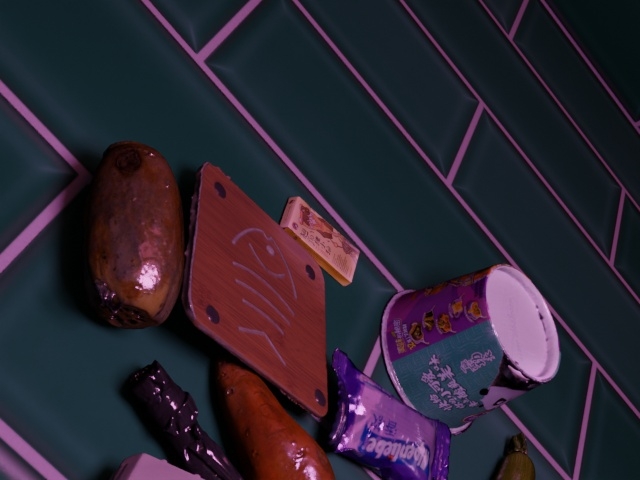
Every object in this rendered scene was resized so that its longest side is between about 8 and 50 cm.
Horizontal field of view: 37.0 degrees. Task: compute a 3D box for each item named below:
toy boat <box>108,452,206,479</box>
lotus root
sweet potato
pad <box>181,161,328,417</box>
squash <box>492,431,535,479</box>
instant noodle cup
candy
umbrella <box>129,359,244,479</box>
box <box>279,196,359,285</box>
[{"bbox_3d":[-0.189,0.334,0.939,0.141,0.140,0.269,47,33,-17],"label":"toy boat"},{"bbox_3d":[-0.221,-0.008,1.138,0.122,0.124,0.241,12,59,-26],"label":"lotus root"},{"bbox_3d":[-0.036,0.293,1.165,0.112,0.112,0.359,-9,74,-51],"label":"sweet potato"},{"bbox_3d":[-0.078,0.063,1.286,0.286,0.018,0.284,44,30,-36],"label":"pad"},{"bbox_3d":[0.281,0.410,1.484,0.080,0.071,0.318,57,37,-3],"label":"squash"},{"bbox_3d":[0.246,0.161,1.509,0.251,0.190,0.251,28,48,-36],"label":"instant noodle cup"},{"bbox_3d":[0.099,0.276,1.368,0.275,0.070,0.145,38,49,-33],"label":"candy"},{"bbox_3d":[-0.143,0.248,1.120,0.236,0.059,0.066,58,-5,-8],"label":"umbrella"},{"bbox_3d":[0.000,0.000,1.472,0.149,0.020,0.073,41,42,-23],"label":"box"}]
